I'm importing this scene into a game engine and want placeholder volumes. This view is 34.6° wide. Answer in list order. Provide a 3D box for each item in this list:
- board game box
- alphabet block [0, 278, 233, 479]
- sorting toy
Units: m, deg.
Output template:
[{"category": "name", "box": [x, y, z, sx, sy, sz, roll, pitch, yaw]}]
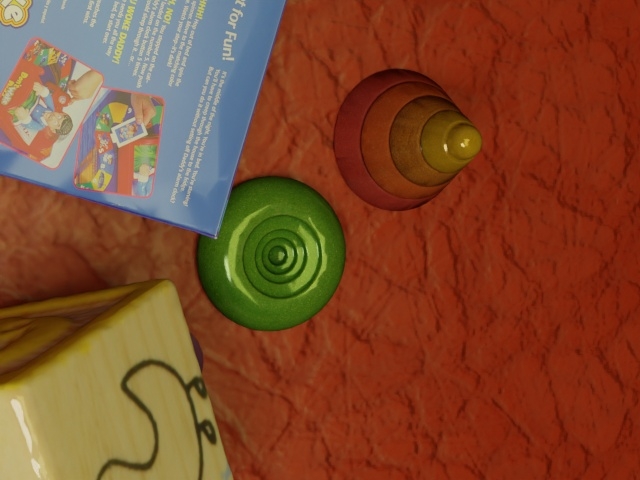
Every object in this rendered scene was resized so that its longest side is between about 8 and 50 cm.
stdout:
[{"category": "board game box", "box": [-0.142, -0.199, 0.738, 0.233, 0.078, 0.347, 17, 89, -23]}, {"category": "alphabet block", "box": [-0.186, 0.156, 0.660, 0.193, 0.192, 0.197, -11, 103, 21]}, {"category": "sorting toy", "box": [0.000, 0.000, 0.792, 0.365, 0.126, 0.127, -42, 109, -15]}]
